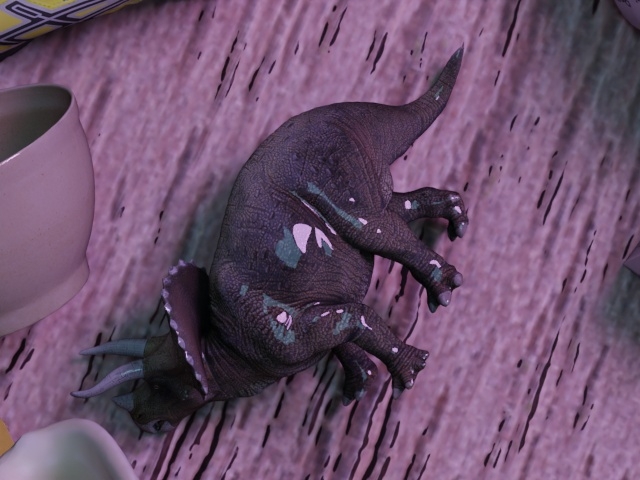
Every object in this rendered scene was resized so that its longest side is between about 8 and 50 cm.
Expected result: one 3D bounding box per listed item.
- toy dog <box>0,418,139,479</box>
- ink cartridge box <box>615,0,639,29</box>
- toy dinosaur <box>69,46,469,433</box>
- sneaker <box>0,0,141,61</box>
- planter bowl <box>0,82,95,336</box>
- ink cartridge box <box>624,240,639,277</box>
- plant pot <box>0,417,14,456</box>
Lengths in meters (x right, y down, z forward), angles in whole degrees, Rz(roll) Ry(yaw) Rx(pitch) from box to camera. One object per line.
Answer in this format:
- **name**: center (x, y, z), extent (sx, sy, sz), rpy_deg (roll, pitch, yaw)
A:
- **toy dog**: center (-0.055, 0.344, 0.994), extent (0.284, 0.395, 0.408), rpy_deg (-48, 123, -22)
- **ink cartridge box**: center (0.326, -0.235, 1.157), extent (0.289, 0.211, 0.121), rpy_deg (-42, 128, -9)
- **toy dinosaur**: center (0.000, 0.000, 1.154), extent (0.160, 0.121, 0.313), rpy_deg (32, 85, -14)
- **sneaker**: center (-0.179, -0.191, 1.146), extent (0.385, 0.147, 0.145), rpy_deg (-20, 87, -5)
- **planter bowl**: center (-0.200, -0.008, 1.128), extent (0.162, 0.162, 0.109), rpy_deg (-24, 112, -8)
- **ink cartridge box**: center (0.253, -0.015, 1.186), extent (0.060, 0.104, 0.180), rpy_deg (37, 81, 0)
- **plant pot**: center (-0.218, 0.145, 1.138), extent (0.083, 0.081, 0.081), rpy_deg (-27, 86, -20)
